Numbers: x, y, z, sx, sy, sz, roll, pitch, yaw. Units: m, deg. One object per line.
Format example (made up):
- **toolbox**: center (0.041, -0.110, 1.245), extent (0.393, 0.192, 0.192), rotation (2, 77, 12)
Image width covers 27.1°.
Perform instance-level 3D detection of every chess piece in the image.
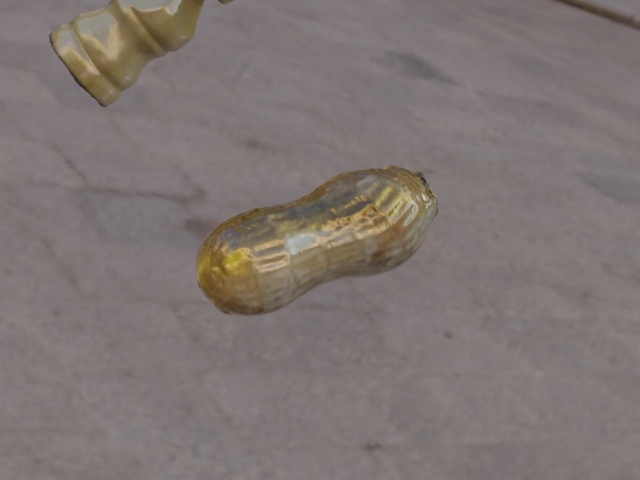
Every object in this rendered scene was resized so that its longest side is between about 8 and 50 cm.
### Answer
- **chess piece**: center (-0.148, -0.217, 1.230), extent (0.090, 0.200, 0.090), rotation (52, 6, -8)

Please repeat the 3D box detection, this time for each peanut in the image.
- **peanut**: center (0.000, 0.000, 1.034), extent (0.206, 0.087, 0.087), rotation (-22, 37, -20)
